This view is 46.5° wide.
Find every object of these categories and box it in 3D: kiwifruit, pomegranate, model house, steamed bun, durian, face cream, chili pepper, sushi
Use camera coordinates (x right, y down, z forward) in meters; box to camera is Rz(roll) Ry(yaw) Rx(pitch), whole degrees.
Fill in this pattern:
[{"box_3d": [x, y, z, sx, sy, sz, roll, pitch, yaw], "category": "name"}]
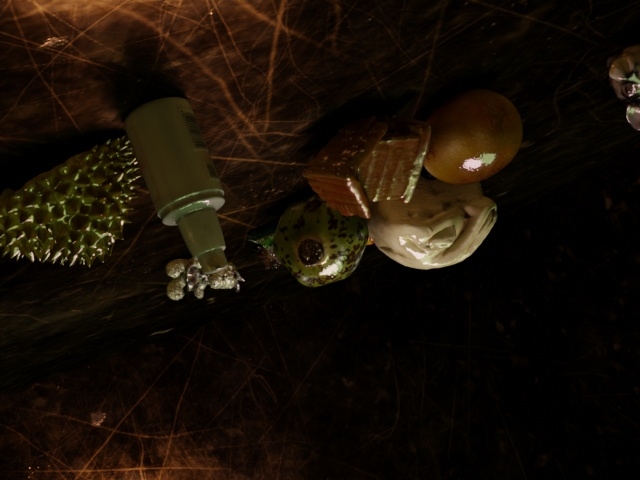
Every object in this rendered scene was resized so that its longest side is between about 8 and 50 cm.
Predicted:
[{"box_3d": [0.310, -0.214, 1.576, 0.196, 0.196, 0.234, -16, 175, -31], "category": "kiwifruit"}, {"box_3d": [0.000, 0.000, 1.894, 0.254, 0.254, 0.270, -24, -173, 14], "category": "pomegranate"}, {"box_3d": [0.072, -0.153, 1.482, 0.229, 0.219, 0.199, -8, -155, -38], "category": "model house"}, {"box_3d": [0.300, -0.044, 1.983, 0.347, 0.237, 0.394, 21, -138, 30], "category": "steamed bun"}, {"box_3d": [-0.400, -0.046, 1.132, 0.172, 0.166, 0.306, 23, 138, -32], "category": "durian"}, {"box_3d": [-0.189, -0.070, 1.048, 0.101, 0.251, 0.101, -21, 171, -4], "category": "face cream"}, {"box_3d": [-0.097, -0.029, 2.077, 0.216, 0.062, 0.108, -22, 177, -2], "category": "chili pepper"}, {"box_3d": [-0.138, 0.032, 2.269, 0.094, 0.098, 0.084, -38, -177, -30], "category": "sushi"}]

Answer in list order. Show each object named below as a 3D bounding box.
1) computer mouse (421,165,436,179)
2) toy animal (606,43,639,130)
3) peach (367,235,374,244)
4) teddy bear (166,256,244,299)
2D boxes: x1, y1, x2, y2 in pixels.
[{"box_3d": [0.351, -0.224, 1.891, 0.233, 0.096, 0.137, -12, 162, -28], "category": "computer mouse"}, {"box_3d": [0.770, -0.377, 1.687, 0.344, 0.194, 0.302, -10, 160, -30], "category": "toy animal"}, {"box_3d": [0.136, -0.048, 2.394, 0.092, 0.127, 0.172, -33, -167, 18], "category": "peach"}, {"box_3d": [-0.327, 0.094, 2.068, 0.213, 0.111, 0.133, 0, 124, -19], "category": "teddy bear"}]
